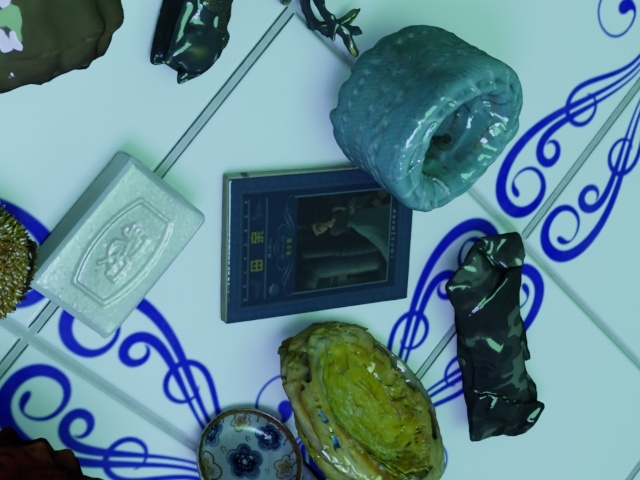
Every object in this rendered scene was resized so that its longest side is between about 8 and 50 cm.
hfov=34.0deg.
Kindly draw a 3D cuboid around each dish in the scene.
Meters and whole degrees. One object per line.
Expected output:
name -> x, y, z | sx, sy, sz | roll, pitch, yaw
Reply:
dish -> -0.101, 0.294, 1.348 | 0.141, 0.078, 0.141 | 12, 56, -18

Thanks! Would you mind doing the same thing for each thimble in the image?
thimble -> 0.133, -0.151, 1.272 | 0.235, 0.143, 0.198 | -17, 135, -39

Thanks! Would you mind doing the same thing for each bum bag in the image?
bum bag -> 0.243, 0.148, 1.480 | 0.144, 0.095, 0.340 | -29, 122, -26

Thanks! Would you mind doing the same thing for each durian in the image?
durian -> -0.377, 0.023, 1.083 | 0.168, 0.137, 0.158 | -11, 130, -13

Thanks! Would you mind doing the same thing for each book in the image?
book -> 0.000, 0.000, 1.341 | 0.269, 0.025, 0.191 | -6, 108, -27

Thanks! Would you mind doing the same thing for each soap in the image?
soap -> -0.235, 0.005, 1.193 | 0.121, 0.064, 0.183 | 41, 84, -30

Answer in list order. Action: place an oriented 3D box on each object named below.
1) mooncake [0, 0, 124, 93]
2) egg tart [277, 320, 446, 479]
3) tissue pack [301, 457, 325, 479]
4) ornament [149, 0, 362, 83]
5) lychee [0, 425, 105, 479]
mooncake -> -0.334, -0.230, 0.923 | 0.324, 0.324, 0.187 | -19, 116, -23
egg tart -> 0.044, 0.234, 1.328 | 0.291, 0.290, 0.107 | 31, 122, -32
tissue pack -> 0.086, 0.481, 1.378 | 0.124, 0.288, 0.394 | -45, 120, -14
ornament -> -0.059, -0.253, 1.203 | 0.236, 0.080, 0.202 | 14, 94, -31
lychee -> -0.415, 0.380, 1.012 | 0.500, 0.424, 0.424 | -10, 110, -10
